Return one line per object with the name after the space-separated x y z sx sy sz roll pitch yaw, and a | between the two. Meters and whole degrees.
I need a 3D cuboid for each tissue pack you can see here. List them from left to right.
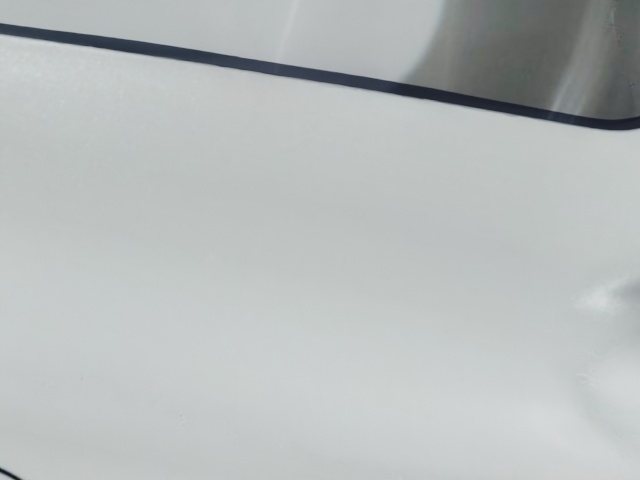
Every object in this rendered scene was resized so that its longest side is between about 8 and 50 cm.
0.000 0.000 0.483 0.333 0.236 0.229 10 67 12 | tissue pack
